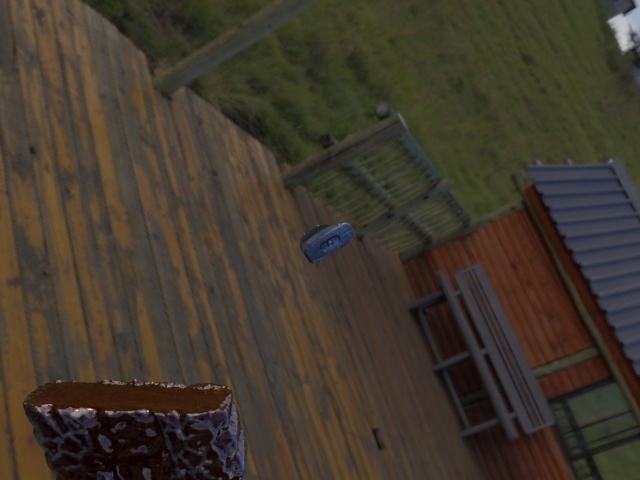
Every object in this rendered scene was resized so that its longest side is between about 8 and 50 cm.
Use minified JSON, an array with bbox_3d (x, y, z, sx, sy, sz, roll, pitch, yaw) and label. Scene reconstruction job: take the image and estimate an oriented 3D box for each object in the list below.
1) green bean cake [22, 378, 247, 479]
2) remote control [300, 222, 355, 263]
[{"bbox_3d":[-0.217,0.245,0.787,0.097,0.233,0.198,-102,-178,-68],"label":"green bean cake"},{"bbox_3d":[0.001,0.001,0.576,0.027,0.044,0.152,63,-4,-3],"label":"remote control"}]
